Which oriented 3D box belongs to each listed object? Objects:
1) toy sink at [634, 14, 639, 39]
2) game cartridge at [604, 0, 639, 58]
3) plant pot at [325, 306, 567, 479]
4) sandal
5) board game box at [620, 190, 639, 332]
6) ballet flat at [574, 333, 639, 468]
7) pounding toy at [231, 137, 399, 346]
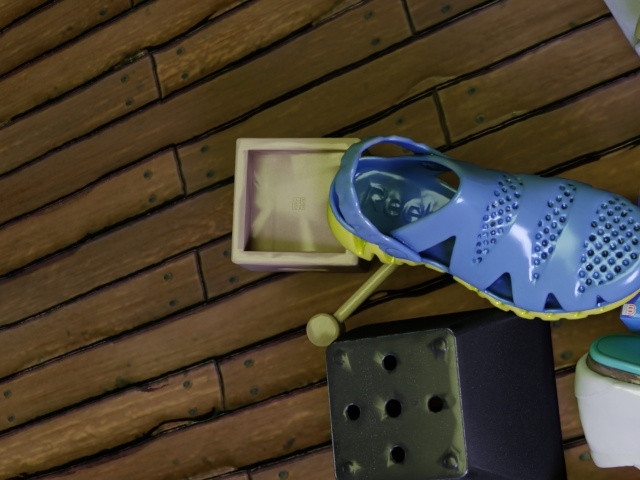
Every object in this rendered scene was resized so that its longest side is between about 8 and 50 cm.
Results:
[{"bbox_3d":[0.364,-0.206,0.947,0.131,0.234,0.152,20,98,-5],"label":"toy sink"},{"bbox_3d":[0.334,-0.322,1.096,0.230,0.068,0.355,-36,67,25],"label":"game cartridge"},{"bbox_3d":[0.102,0.152,1.096,0.188,0.167,0.188,-10,77,27],"label":"plant pot"},{"bbox_3d":[0.135,-0.017,1.044,0.317,0.138,0.126,11,74,22],"label":"sandal"},{"bbox_3d":[0.372,0.005,1.013,0.210,0.047,0.160,3,71,30],"label":"board game box"},{"bbox_3d":[0.395,0.175,0.965,0.400,0.139,0.139,11,88,34],"label":"ballet flat"},{"bbox_3d":[0.009,0.006,1.212,0.181,0.094,0.206,1,83,10],"label":"pounding toy"}]
